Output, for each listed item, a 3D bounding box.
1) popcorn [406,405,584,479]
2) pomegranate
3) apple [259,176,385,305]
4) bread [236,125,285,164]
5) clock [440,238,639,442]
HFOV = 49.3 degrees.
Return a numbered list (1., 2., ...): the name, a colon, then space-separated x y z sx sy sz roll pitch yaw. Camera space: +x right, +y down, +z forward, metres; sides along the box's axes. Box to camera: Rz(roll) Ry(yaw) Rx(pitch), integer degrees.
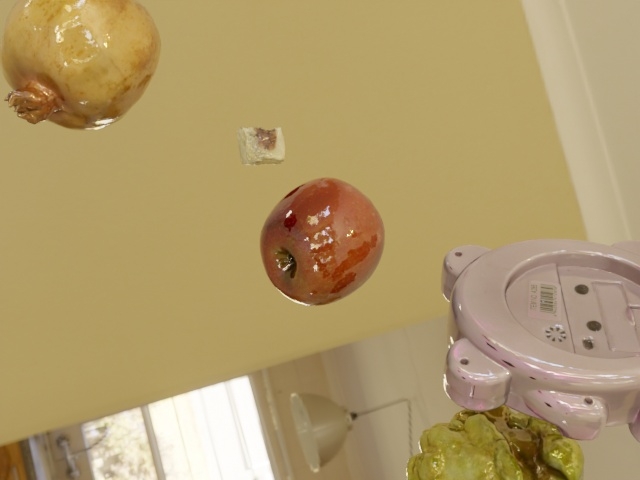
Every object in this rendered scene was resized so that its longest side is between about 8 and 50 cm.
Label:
1. popcorn: 0.264 0.363 1.056 0.235 0.250 0.242 -114 -176 -56
2. pomegranate: -0.313 -0.244 0.920 0.207 0.207 0.207 166 -90 -73
3. apple: 0.000 0.000 1.033 0.181 0.168 0.181 28 -49 38
4. bread: -0.103 -0.165 1.222 0.035 0.083 0.070 -33 -120 59
5. clock: 0.317 0.113 0.886 0.296 0.321 0.113 -81 171 -49
